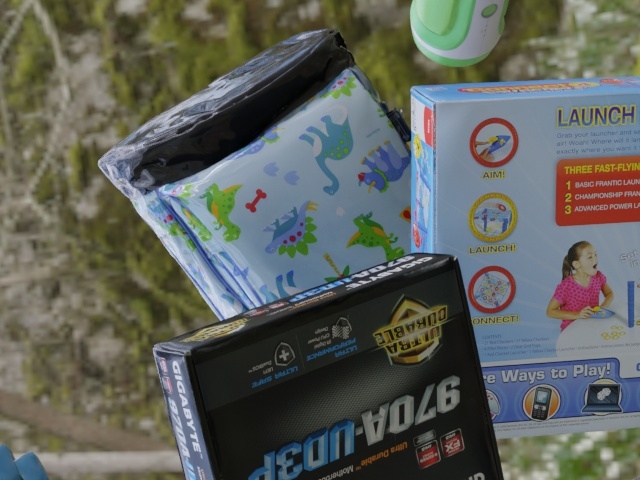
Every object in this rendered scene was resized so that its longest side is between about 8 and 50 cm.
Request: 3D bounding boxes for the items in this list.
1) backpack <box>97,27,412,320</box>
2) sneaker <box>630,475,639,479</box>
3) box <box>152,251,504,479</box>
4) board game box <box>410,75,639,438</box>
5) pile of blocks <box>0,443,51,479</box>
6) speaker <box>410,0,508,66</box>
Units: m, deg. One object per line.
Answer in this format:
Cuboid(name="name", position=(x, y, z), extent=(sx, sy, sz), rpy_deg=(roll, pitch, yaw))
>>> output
Cuboid(name="backpack", position=(0.000, 0.000, 1.551), extent=(0.290, 0.273, 0.355), rpy_deg=(-32, -72, -17))
Cuboid(name="sneaker", position=(0.159, 0.195, 0.694), extent=(0.222, 0.083, 0.118), rpy_deg=(-46, -59, -53))
Cuboid(name="box", position=(0.011, 0.120, 1.036), extent=(0.220, 0.051, 0.175), rpy_deg=(-18, -79, -31))
Cuboid(name="board game box", position=(0.234, 0.013, 1.357), extent=(0.086, 0.308, 0.301), rpy_deg=(-126, 34, -73))
Cuboid(name="pile of blocks", position=(-0.362, 0.234, 1.464), extent=(0.112, 0.362, 0.148), rpy_deg=(106, 172, -75))
Cuboid(name="speaker", position=(0.186, -0.353, 1.926), extent=(0.296, 0.131, 0.131), rpy_deg=(98, -171, -54))
